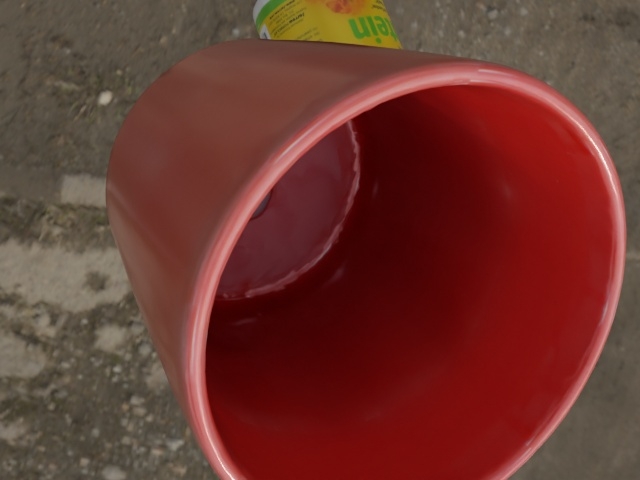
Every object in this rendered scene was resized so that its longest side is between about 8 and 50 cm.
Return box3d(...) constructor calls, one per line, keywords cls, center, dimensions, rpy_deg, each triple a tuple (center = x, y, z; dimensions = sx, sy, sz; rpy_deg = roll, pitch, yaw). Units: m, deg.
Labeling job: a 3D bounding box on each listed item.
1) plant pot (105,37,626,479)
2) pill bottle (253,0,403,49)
box3d(cls="plant pot", center=(0.000, 0.000, 0.637), dimensions=(0.274, 0.243, 0.275), rpy_deg=(-13, 117, -26))
box3d(cls="pill bottle", center=(0.032, -0.158, 1.116), dimensions=(0.136, 0.136, 0.246), rpy_deg=(-24, 79, 14))
